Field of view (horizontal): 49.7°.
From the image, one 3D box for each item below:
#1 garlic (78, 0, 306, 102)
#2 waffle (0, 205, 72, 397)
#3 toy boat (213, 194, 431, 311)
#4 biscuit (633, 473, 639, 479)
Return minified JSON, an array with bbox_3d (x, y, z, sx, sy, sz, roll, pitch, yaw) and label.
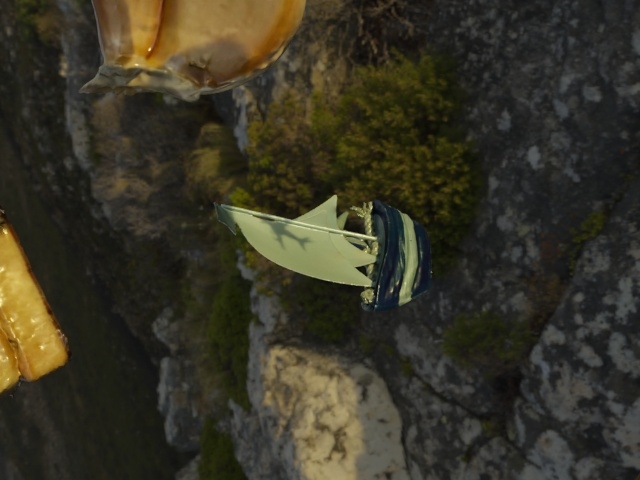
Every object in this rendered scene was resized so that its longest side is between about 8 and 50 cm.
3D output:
[{"bbox_3d":[-0.173,-0.324,0.806,0.286,0.249,0.313,15,112,30],"label":"garlic"},{"bbox_3d":[-0.387,0.075,0.791,0.327,0.098,0.224,-24,90,60],"label":"waffle"},{"bbox_3d":[0.017,-0.012,0.913,0.291,0.210,0.070,26,125,13],"label":"toy boat"},{"bbox_3d":[0.182,0.156,0.354,0.045,0.299,0.154,36,165,13],"label":"biscuit"}]
